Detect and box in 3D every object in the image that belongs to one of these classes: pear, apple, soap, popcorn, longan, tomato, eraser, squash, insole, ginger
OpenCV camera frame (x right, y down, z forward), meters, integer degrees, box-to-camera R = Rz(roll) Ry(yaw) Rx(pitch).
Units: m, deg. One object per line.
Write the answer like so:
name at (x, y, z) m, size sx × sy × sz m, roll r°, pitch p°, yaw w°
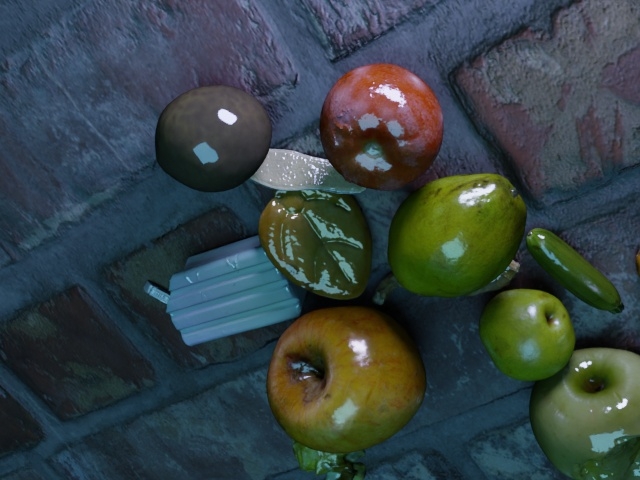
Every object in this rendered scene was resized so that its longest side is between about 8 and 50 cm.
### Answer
pear at (0.383, 0.185, 1.365) m, size 0.180 × 0.166 × 0.216 m, roll 49°, pitch 154°, yaw 8°
pear at (0.237, -0.009, 1.249) m, size 0.212 × 0.212 × 0.269 m, roll 43°, pitch 114°, yaw -13°
apple at (0.056, 0.272, 1.401) m, size 0.299 × 0.298 × 0.275 m, roll -27°, pitch 155°, yaw 24°
apple at (0.538, 0.341, 1.364) m, size 0.279 × 0.279 × 0.279 m, roll 5°, pitch 121°, yaw 9°
soap at (-0.179, 0.100, 1.466) m, size 0.290 × 0.095 × 0.172 m, roll -17°, pitch 113°, yaw 21°
popcorn at (0.037, 0.451, 1.567) m, size 0.198 × 0.198 × 0.212 m, roll -24°, pitch 88°, yaw 24°
longan at (-0.193, -0.181, 1.255) m, size 0.213 × 0.198 × 0.197 m, roll 8°, pitch 121°, yaw 12°
tomato at (0.102, -0.190, 1.183) m, size 0.208 × 0.184 × 0.208 m, roll 8°, pitch 127°, yaw 10°
eraser at (-0.342, 0.122, 1.558) m, size 0.099 × 0.019 × 0.027 m, roll 28°, pitch 107°, yaw -6°
squash at (0.479, 0.065, 1.319) m, size 0.252 × 0.066 × 0.066 m, roll 37°, pitch 120°, yaw -11°
insole at (-0.030, -0.127, 1.321) m, size 0.248 × 0.081 × 0.011 m, roll 7°, pitch 164°, yaw 6°
ginger at (0.240, 0.079, 1.377) m, size 0.288 × 0.075 × 0.089 m, roll -7°, pitch 141°, yaw 11°

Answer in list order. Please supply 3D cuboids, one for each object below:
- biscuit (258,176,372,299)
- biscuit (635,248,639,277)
biscuit at (0.001, 0.000, 1.343) m, size 0.203 × 0.041 × 0.260 m, roll -35°, pitch 94°, yaw -6°
biscuit at (0.664, 0.048, 1.278) m, size 0.171 × 0.050 × 0.170 m, roll 5°, pitch 121°, yaw 9°
